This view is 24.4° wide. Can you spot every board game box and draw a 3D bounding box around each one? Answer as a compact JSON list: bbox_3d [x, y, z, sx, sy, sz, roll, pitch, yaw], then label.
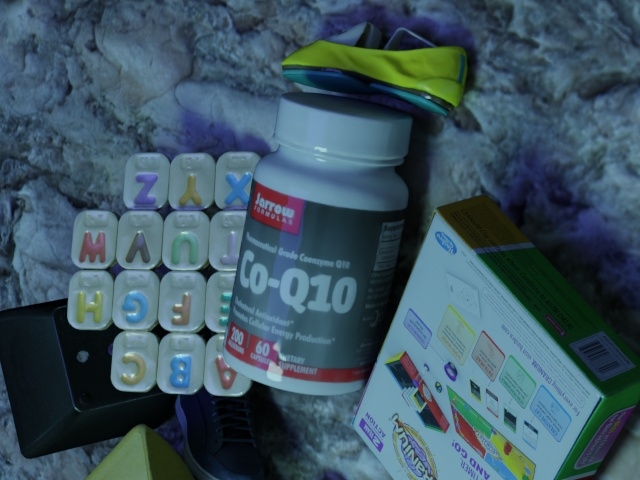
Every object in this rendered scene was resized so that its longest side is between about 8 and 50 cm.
[{"bbox_3d":[0.155,0.152,1.393,0.242,0.064,0.316,51,141,30],"label":"board game box"}]

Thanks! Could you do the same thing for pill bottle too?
[{"bbox_3d":[0.000,0.000,1.508,0.161,0.161,0.283,23,108,44],"label":"pill bottle"}]

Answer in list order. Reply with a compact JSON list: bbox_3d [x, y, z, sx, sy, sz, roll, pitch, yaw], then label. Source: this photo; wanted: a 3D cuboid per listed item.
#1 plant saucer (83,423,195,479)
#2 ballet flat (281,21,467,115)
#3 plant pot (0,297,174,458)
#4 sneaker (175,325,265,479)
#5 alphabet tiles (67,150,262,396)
[{"bbox_3d":[-0.201,0.414,1.666,0.333,0.081,0.332,-46,48,51],"label":"plant saucer"},{"bbox_3d":[0.058,-0.181,1.501,0.231,0.077,0.077,17,87,43],"label":"ballet flat"},{"bbox_3d":[-0.273,0.147,1.800,0.167,0.188,0.187,-28,74,61],"label":"plant pot"},{"bbox_3d":[-0.104,0.175,1.686,0.226,0.086,0.163,55,134,54],"label":"sneaker"},{"bbox_3d":[-0.152,0.034,1.672,0.284,0.021,0.277,1,81,17],"label":"alphabet tiles"}]
